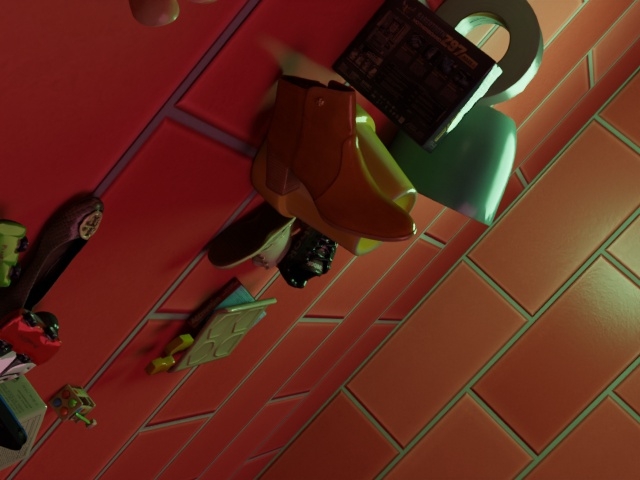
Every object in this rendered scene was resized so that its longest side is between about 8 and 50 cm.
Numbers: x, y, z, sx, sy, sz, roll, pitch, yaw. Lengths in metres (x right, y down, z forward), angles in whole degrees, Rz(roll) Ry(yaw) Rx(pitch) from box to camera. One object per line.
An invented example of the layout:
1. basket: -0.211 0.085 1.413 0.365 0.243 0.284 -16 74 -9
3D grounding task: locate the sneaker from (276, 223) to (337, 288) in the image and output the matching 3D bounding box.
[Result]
1. sneaker: 0.000 0.000 1.667 0.097 0.135 0.276 25 120 -31

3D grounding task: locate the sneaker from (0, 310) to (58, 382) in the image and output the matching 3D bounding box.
1. sneaker: -0.497 0.172 1.135 0.234 0.078 0.106 -33 160 -26

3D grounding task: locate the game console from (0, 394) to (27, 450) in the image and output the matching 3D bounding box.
1. game console: -0.528 0.192 0.880 0.293 0.250 0.173 82 27 -46

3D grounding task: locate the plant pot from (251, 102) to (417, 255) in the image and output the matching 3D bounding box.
1. plant pot: 0.039 -0.108 1.422 0.254 0.239 0.254 -38 160 -17

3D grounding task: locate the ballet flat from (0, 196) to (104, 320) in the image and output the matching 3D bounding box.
1. ballet flat: -0.392 0.040 1.110 0.250 0.058 0.084 -47 161 6

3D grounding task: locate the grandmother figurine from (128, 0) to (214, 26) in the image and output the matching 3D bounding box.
1. grandmother figurine: -0.131 -0.377 0.741 0.208 0.104 0.342 -45 166 -28

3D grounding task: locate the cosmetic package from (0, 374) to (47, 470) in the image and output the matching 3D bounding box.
1. cosmetic package: -0.601 0.324 1.183 0.309 0.113 0.160 -20 148 -50

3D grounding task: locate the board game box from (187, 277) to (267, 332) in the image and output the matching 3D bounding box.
1. board game box: -0.214 0.181 1.811 0.145 0.027 0.281 -43 161 -8

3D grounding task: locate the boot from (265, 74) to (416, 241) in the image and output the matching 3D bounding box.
1. boot: 0.038 -0.137 1.227 0.104 0.295 0.211 -38 147 -52

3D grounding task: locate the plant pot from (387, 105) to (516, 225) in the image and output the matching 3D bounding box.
1. plant pot: 0.306 -0.201 1.733 0.235 0.293 0.293 -64 158 9

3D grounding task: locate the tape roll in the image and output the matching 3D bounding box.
1. tape roll: 0.312 -0.372 1.468 0.219 0.219 0.072 -49 162 12

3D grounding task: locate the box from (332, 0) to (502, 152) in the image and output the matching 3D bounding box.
1. box: 0.161 -0.291 1.303 0.183 0.232 0.059 -50 158 12

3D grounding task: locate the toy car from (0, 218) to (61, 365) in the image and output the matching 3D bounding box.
1. toy car: -0.444 0.063 1.016 0.239 0.053 0.225 8 115 -40

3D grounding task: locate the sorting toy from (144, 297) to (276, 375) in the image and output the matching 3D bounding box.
1. sorting toy: -0.251 0.211 1.709 0.229 0.041 0.307 -47 161 22

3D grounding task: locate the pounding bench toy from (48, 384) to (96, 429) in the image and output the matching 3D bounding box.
1. pounding bench toy: -0.476 0.330 1.491 0.052 0.083 0.065 -44 162 -3

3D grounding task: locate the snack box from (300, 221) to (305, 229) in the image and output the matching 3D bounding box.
1. snack box: 0.027 -0.082 1.775 0.178 0.022 0.064 -35 157 -27

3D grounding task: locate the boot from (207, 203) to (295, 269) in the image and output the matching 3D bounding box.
1. boot: -0.136 0.017 1.568 0.213 0.077 0.165 -37 162 -23
